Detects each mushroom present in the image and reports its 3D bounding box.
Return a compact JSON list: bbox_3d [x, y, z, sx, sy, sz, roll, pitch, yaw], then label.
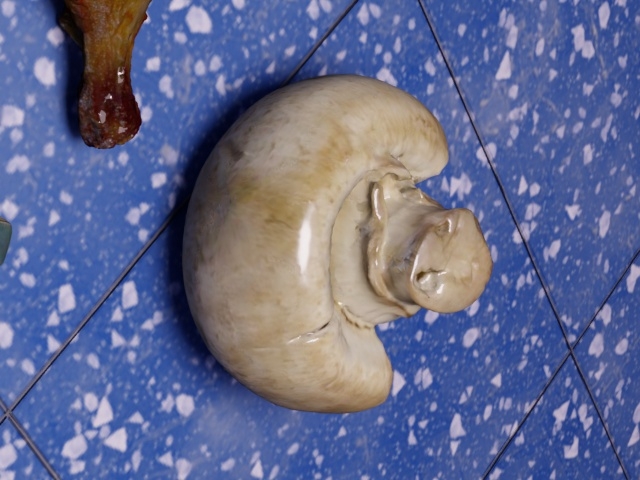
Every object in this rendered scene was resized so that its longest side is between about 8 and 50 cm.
[{"bbox_3d":[0.000,0.000,1.391,0.189,0.195,0.253,12,89,-47],"label":"mushroom"}]

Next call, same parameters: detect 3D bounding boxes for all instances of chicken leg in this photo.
[{"bbox_3d":[-0.181,-0.196,1.217,0.322,0.083,0.177,40,79,-46],"label":"chicken leg"}]

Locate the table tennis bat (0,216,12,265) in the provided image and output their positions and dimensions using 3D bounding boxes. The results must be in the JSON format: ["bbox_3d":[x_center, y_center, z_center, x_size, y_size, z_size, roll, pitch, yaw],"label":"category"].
[{"bbox_3d":[-0.297,-0.027,1.169,0.274,0.021,0.154,19,87,-48],"label":"table tennis bat"}]
